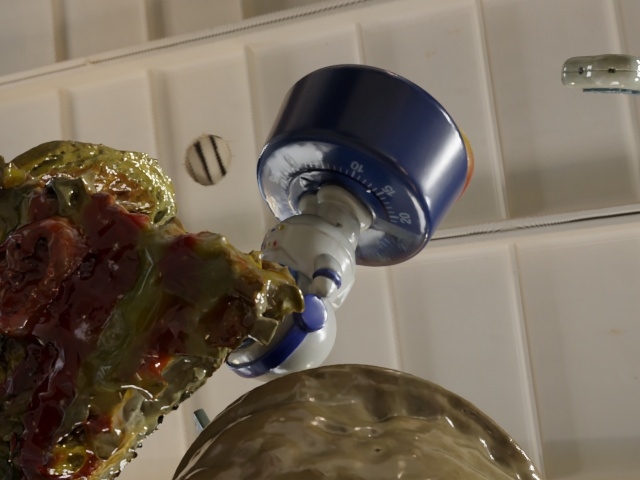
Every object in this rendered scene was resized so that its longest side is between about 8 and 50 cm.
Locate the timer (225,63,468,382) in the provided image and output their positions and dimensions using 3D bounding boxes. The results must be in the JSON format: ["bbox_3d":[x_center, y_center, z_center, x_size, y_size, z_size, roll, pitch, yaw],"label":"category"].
[{"bbox_3d":[0.000,0.000,0.824,0.270,0.270,0.383,17,-126,16],"label":"timer"}]

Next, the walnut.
[{"bbox_3d":[0.027,0.281,0.557,0.381,0.381,0.381,-1,-93,16],"label":"walnut"}]

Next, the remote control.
[{"bbox_3d":[0.280,-0.147,0.608,0.122,0.074,0.032,-1,-78,-20],"label":"remote control"}]

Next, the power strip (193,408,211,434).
[{"bbox_3d":[-0.169,0.322,1.074,0.136,0.019,0.050,37,-43,52],"label":"power strip"}]

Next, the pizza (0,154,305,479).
[{"bbox_3d":[-0.219,0.062,0.656,0.406,0.130,0.439,-17,-112,15],"label":"pizza"}]

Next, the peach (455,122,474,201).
[{"bbox_3d":[0.161,-0.130,1.141,0.190,0.192,0.190,0,-89,8],"label":"peach"}]

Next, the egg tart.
[{"bbox_3d":[-0.482,-0.070,1.299,0.351,0.339,0.153,-45,-130,10],"label":"egg tart"}]
